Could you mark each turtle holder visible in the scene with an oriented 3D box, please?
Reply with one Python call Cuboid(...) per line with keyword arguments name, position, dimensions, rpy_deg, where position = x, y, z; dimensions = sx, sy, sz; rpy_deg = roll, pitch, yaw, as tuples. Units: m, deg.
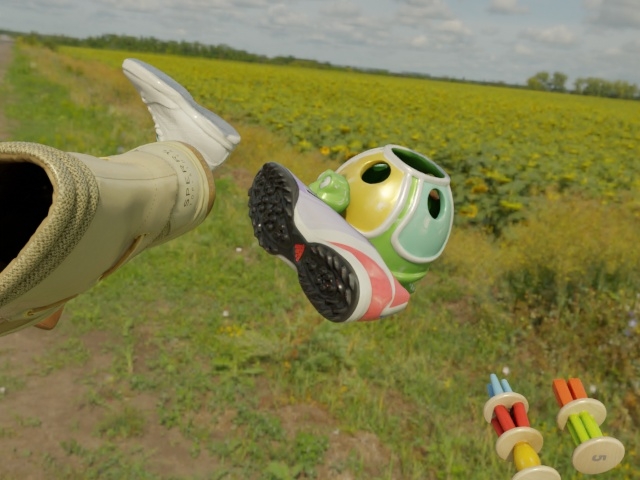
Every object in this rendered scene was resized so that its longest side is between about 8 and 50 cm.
Cuboid(name="turtle holder", position=(0.092, -0.058, 1.264), dimensions=(0.320, 0.227, 0.243), rpy_deg=(20, 26, -23))

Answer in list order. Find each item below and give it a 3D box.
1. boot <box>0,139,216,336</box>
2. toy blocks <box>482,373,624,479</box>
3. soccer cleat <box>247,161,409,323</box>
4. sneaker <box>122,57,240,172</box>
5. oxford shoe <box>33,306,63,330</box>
Cuboid(name="boot", position=(-0.214, 0.013, 0.451), dimensions=(0.262, 0.095, 0.203), rpy_deg=(-23, 1, 15))
Cuboid(name="toy blocks", position=(0.240, 0.189, 0.761), dimensions=(0.123, 0.054, 0.148), rpy_deg=(-31, 32, 15))
Cuboid(name="soccer cleat", position=(0.000, 0.000, 0.987), dimensions=(0.116, 0.109, 0.318), rpy_deg=(7, 30, -40))
Cuboid(name="sneaker", position=(-0.229, -0.186, 1.071), dimensions=(0.212, 0.094, 0.080), rpy_deg=(40, 16, 0))
Cuboid(name="oxford shoe", position=(-0.359, 0.025, 0.939), dimensions=(0.076, 0.076, 0.212), rpy_deg=(-13, 49, 18))
